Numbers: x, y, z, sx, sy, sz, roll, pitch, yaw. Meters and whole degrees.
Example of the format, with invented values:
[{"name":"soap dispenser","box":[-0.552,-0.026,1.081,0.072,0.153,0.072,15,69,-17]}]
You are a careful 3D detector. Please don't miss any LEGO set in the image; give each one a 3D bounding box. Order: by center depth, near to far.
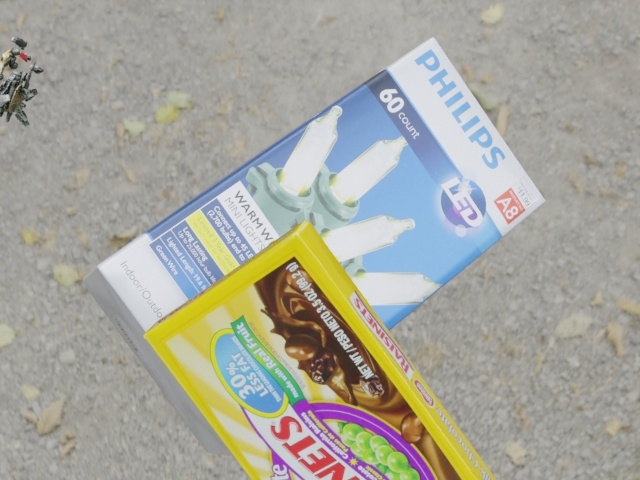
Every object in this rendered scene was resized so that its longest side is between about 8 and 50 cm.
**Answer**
[{"name":"LEGO set","box":[-0.195,-0.097,0.620,0.023,0.083,0.054,26,48,2]}]

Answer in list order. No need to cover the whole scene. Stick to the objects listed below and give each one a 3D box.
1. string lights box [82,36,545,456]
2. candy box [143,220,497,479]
[{"name":"string lights box","box":[0.000,0.000,0.623,0.260,0.077,0.133,-37,95,-21]},{"name":"candy box","box":[0.011,0.101,0.503,0.206,0.105,0.027,54,24,-5]}]
